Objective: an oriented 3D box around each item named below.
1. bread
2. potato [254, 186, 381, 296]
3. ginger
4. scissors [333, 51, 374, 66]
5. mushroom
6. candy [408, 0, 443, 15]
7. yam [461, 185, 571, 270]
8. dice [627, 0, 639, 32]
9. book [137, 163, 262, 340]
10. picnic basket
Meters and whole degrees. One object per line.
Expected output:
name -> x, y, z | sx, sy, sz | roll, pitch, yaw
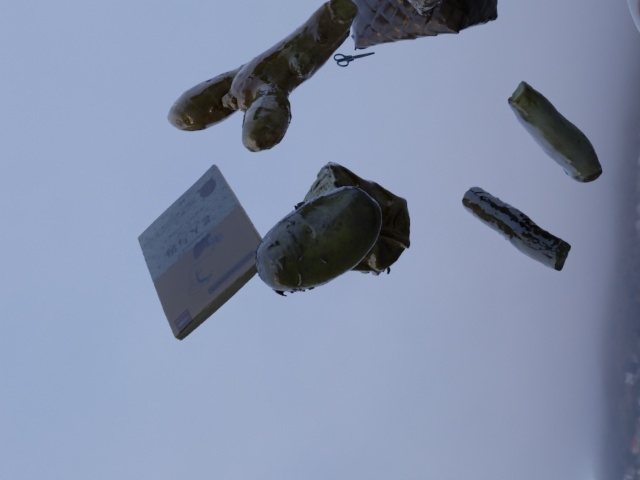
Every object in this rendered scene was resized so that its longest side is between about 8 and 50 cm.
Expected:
bread -> 0.080, -0.041, 1.752 | 0.252, 0.196, 0.238 | 13, -63, -32
potato -> 0.000, 0.000, 1.260 | 0.251, 0.149, 0.113 | -33, -26, -3
ginger -> -0.105, -0.318, 1.408 | 0.348, 0.363, 0.122 | -48, -62, -17
scissors -> 0.065, -0.342, 1.345 | 0.083, 0.036, 0.006 | -18, -33, -20
mushroom -> 0.498, -0.233, 1.548 | 0.333, 0.107, 0.087 | 33, -82, -33
candy -> 0.172, -0.422, 1.159 | 0.095, 0.110, 0.085 | -34, -6, -3
yam -> 0.415, -0.031, 1.558 | 0.067, 0.317, 0.071 | -9, -59, -26
dice -> 0.725, -0.491, 1.231 | 0.304, 0.277, 0.304 | -21, -56, -18
book -> -0.269, 0.012, 1.596 | 0.269, 0.389, 0.032 | -43, -48, 5
picnic basket -> 0.205, -0.598, 1.556 | 0.293, 0.337, 0.337 | -34, -49, -48
